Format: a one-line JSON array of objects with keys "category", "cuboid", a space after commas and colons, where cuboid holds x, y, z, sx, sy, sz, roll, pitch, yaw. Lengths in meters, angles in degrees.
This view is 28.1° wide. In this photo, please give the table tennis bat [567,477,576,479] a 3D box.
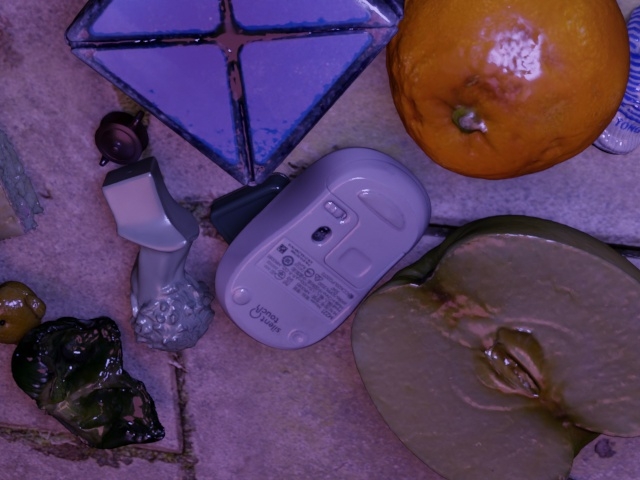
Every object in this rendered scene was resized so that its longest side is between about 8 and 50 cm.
[{"category": "table tennis bat", "cuboid": [0.307, 0.371, 1.840, 0.170, 0.119, 0.107, 20, 129, 1]}]

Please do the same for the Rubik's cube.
[{"category": "Rubik's cube", "cuboid": [-0.074, -0.257, 1.348, 0.259, 0.255, 0.260, 39, 116, -17]}]

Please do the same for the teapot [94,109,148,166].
[{"category": "teapot", "cuboid": [-0.256, -0.130, 1.647, 0.068, 0.045, 0.100, 35, 128, -15]}]

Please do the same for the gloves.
[{"category": "gloves", "cuboid": [0.373, -0.191, 1.417, 0.119, 0.097, 0.229, 1, 129, -25]}]

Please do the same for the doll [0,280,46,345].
[{"category": "doll", "cuboid": [-0.499, 0.081, 1.838, 0.209, 0.097, 0.137, 32, 144, -12]}]

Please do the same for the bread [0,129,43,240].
[{"category": "bread", "cuboid": [-0.456, -0.069, 1.735, 0.172, 0.064, 0.232, 26, 130, -6]}]

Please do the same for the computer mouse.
[{"category": "computer mouse", "cuboid": [0.000, 0.000, 1.613, 0.184, 0.121, 0.297, 33, 112, -24]}]

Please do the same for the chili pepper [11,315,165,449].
[{"category": "chili pepper", "cuboid": [-0.350, 0.199, 1.885, 0.148, 0.116, 0.264, -18, 132, 24]}]

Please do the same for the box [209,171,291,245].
[{"category": "box", "cuboid": [-0.079, -0.031, 1.686, 0.126, 0.031, 0.091, -22, 118, 26]}]

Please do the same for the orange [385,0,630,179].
[{"category": "orange", "cuboid": [0.197, -0.194, 1.354, 0.261, 0.261, 0.261, 7, 128, 9]}]

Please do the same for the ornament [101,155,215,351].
[{"category": "ornament", "cuboid": [-0.212, 0.026, 1.704, 0.120, 0.130, 0.285, -5, 126, 2]}]

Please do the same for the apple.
[{"category": "apple", "cuboid": [0.241, 0.133, 1.575, 0.360, 0.320, 0.311, 46, 163, -14]}]
